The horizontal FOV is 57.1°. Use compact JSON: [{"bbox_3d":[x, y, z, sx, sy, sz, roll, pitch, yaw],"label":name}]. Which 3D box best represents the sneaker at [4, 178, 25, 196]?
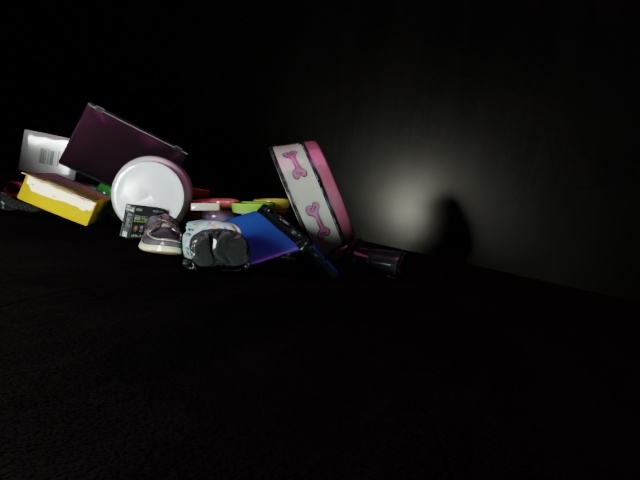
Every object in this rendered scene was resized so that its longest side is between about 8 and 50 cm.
[{"bbox_3d":[-1.065,-0.197,2.098,0.128,0.087,0.221,10,3,-44],"label":"sneaker"}]

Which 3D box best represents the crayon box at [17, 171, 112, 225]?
[{"bbox_3d":[-0.750,-0.125,1.742,0.203,0.083,0.323,24,1,-11],"label":"crayon box"}]

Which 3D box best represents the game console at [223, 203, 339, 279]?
[{"bbox_3d":[-0.130,0.029,1.628,0.250,0.173,0.293,49,-6,-37],"label":"game console"}]

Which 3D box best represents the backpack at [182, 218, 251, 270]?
[{"bbox_3d":[-0.249,0.008,1.357,0.152,0.115,0.182,7,3,-25],"label":"backpack"}]

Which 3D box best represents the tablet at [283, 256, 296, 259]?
[{"bbox_3d":[-0.125,0.051,1.893,0.083,0.006,0.054,14,4,27],"label":"tablet"}]

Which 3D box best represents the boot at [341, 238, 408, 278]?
[{"bbox_3d":[0.196,0.062,2.007,0.207,0.094,0.246,9,10,15],"label":"boot"}]

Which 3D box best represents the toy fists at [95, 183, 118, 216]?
[{"bbox_3d":[-0.683,-0.147,2.135,0.096,0.142,0.279,-4,-8,41],"label":"toy fists"}]

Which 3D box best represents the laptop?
[{"bbox_3d":[-0.714,-0.311,2.156,0.382,0.236,0.408,27,-1,-24],"label":"laptop"}]

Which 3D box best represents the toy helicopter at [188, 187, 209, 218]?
[{"bbox_3d":[-0.688,-0.184,2.673,0.235,0.140,0.355,12,6,29],"label":"toy helicopter"}]

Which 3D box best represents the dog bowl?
[{"bbox_3d":[-0.020,-0.137,1.890,0.150,0.407,0.408,-23,5,-1],"label":"dog bowl"}]

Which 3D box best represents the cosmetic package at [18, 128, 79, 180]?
[{"bbox_3d":[-0.991,-0.316,2.225,0.197,0.155,0.365,10,5,-17],"label":"cosmetic package"}]

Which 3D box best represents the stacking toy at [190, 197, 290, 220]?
[{"bbox_3d":[-0.259,-0.063,1.871,0.309,0.130,0.279,0,8,4],"label":"stacking toy"}]

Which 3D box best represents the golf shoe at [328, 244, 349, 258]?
[{"bbox_3d":[0.011,0.037,2.103,0.198,0.077,0.094,4,16,-6],"label":"golf shoe"}]

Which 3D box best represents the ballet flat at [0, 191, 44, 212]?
[{"bbox_3d":[-0.854,-0.109,1.702,0.058,0.049,0.173,14,4,18],"label":"ballet flat"}]

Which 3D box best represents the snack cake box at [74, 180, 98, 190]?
[{"bbox_3d":[-0.916,-0.176,2.195,0.264,0.089,0.152,14,6,29],"label":"snack cake box"}]

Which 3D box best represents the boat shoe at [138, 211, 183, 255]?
[{"bbox_3d":[-0.398,-0.021,1.480,0.103,0.092,0.285,10,4,-19],"label":"boat shoe"}]

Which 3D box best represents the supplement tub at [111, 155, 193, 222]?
[{"bbox_3d":[-0.522,-0.145,1.845,0.236,0.235,0.325,11,4,-11],"label":"supplement tub"}]

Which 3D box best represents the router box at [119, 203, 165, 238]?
[{"bbox_3d":[-0.492,-0.051,1.634,0.038,0.092,0.122,14,5,27],"label":"router box"}]
